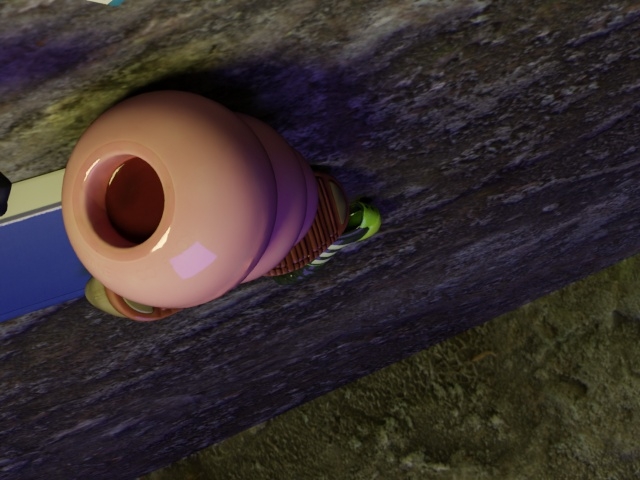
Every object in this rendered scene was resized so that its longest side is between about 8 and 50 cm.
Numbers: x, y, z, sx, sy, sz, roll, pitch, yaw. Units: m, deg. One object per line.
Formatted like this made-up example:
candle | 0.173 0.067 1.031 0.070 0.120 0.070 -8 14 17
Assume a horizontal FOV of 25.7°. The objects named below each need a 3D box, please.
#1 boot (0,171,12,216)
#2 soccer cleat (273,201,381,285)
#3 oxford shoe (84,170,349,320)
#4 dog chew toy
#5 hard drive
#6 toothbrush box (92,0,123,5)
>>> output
boot | -0.459 0.122 1.062 0.367 0.146 0.445 8 107 -29
soccer cleat | 0.000 0.000 1.921 0.179 0.060 0.072 -33 152 15
oxford shoe | -0.124 -0.003 1.671 0.348 0.123 0.130 -19 -173 -33
dog chew toy | -0.108 -0.043 1.402 0.206 0.206 0.332 -29 171 23
hard drive | -0.342 0.019 1.558 0.210 0.040 0.319 -18 164 -12
toothbrush box | -0.111 -0.270 0.762 0.295 0.126 0.216 -32 160 34
